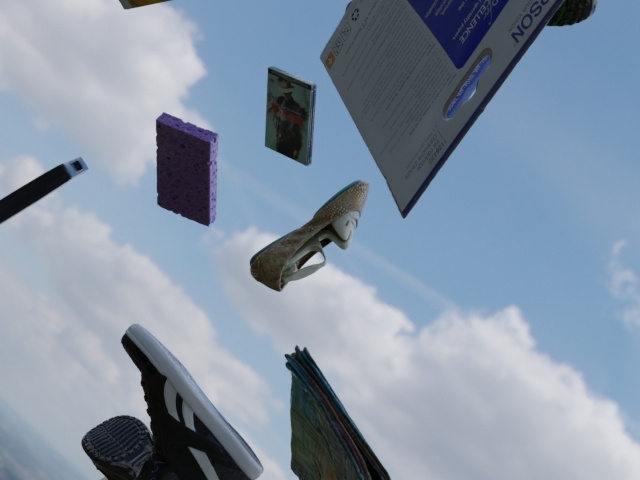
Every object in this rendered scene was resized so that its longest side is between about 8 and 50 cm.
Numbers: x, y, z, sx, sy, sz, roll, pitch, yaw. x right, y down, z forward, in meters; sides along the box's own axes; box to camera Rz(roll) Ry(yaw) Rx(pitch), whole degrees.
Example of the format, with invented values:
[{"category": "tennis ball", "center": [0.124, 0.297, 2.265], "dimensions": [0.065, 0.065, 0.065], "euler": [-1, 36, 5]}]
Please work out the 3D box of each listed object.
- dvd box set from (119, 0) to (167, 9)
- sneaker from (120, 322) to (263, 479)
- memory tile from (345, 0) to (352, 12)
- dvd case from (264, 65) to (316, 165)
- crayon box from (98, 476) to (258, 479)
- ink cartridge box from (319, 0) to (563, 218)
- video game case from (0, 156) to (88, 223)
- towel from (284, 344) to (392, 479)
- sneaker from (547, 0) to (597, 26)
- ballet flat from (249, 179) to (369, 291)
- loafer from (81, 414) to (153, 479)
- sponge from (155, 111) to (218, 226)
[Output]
[{"category": "dvd box set", "center": [-0.237, -0.572, 1.849], "dimensions": [0.421, 0.062, 0.307], "euler": [-3, -47, 28]}, {"category": "sneaker", "center": [-0.173, 0.205, 1.154], "dimensions": [0.217, 0.121, 0.079], "euler": [50, -5, 2]}, {"category": "memory tile", "center": [0.075, -0.282, 1.478], "dimensions": [0.113, 0.012, 0.148], "euler": [32, -61, 25]}, {"category": "dvd case", "center": [-0.042, -0.171, 1.466], "dimensions": [0.087, 0.013, 0.119], "euler": [29, -54, 36]}, {"category": "crayon box", "center": [-0.235, 0.399, 1.511], "dimensions": [0.279, 0.165, 0.081], "euler": [-5, -81, 30]}, {"category": "ink cartridge box", "center": [0.136, -0.226, 1.162], "dimensions": [0.072, 0.303, 0.307], "euler": [11, 38, -35]}, {"category": "video game case", "center": [-0.527, -0.053, 1.796], "dimensions": [0.035, 0.275, 0.248], "euler": [59, -2, -9]}, {"category": "towel", "center": [0.023, 0.358, 1.604], "dimensions": [0.271, 0.040, 0.370], "euler": [54, -22, 33]}, {"category": "sneaker", "center": [0.368, -0.496, 1.936], "dimensions": [0.343, 0.146, 0.134], "euler": [41, -54, 33]}, {"category": "ballet flat", "center": [0.000, 0.000, 1.451], "dimensions": [0.067, 0.206, 0.073], "euler": [47, -10, 24]}, {"category": "loafer", "center": [-0.221, 0.287, 1.308], "dimensions": [0.220, 0.080, 0.078], "euler": [24, -45, 48]}, {"category": "sponge", "center": [-0.246, -0.127, 1.963], "dimensions": [0.117, 0.031, 0.210], "euler": [22, -44, 15]}]
